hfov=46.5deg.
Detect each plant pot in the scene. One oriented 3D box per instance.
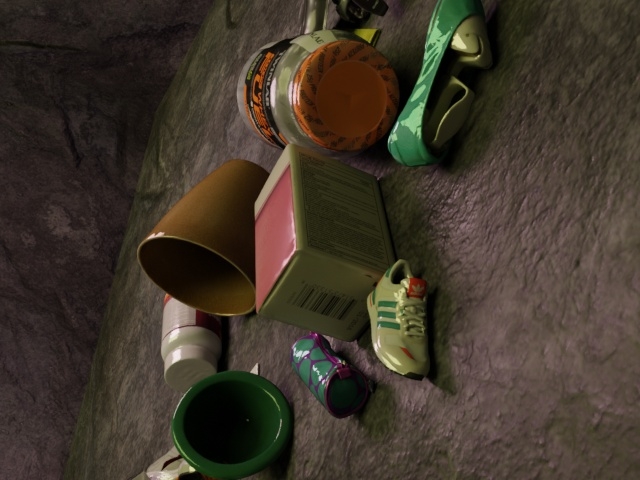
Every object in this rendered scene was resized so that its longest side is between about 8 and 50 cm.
[{"bbox_3d":[-0.185,-0.026,1.417,0.237,0.237,0.254,-40,23,52],"label":"plant pot"}]

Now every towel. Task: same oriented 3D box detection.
[{"bbox_3d":[0.042,-0.349,1.387,0.102,0.021,0.237,-68,22,8],"label":"towel"}]

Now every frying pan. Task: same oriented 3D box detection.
[{"bbox_3d":[-0.027,-0.339,1.443,0.197,0.053,0.326,-120,39,-74],"label":"frying pan"}]

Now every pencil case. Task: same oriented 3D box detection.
[{"bbox_3d":[0.010,0.170,0.962,0.151,0.064,0.070,-152,66,-68],"label":"pencil case"}]

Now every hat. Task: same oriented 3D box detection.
[{"bbox_3d":[-0.135,0.319,1.158,0.173,0.208,0.184,-39,-35,-29],"label":"hat"}]

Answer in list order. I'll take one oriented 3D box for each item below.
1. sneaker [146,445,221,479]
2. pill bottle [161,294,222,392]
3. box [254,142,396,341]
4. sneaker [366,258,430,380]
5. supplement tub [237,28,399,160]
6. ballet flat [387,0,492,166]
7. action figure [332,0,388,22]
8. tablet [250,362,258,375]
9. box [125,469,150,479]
[{"bbox_3d":[-0.227,0.385,1.326,0.262,0.099,0.121,-30,36,48],"label":"sneaker"},{"bbox_3d":[-0.260,0.192,1.508,0.121,0.121,0.221,-57,26,30],"label":"pill bottle"},{"bbox_3d":[0.000,0.000,1.016,0.127,0.148,0.232,-56,25,33],"label":"box"},{"bbox_3d":[0.095,0.083,0.842,0.161,0.057,0.075,-101,31,-57],"label":"sneaker"},{"bbox_3d":[-0.008,-0.228,1.172,0.194,0.193,0.316,-69,21,3],"label":"supplement tub"},{"bbox_3d":[0.165,-0.203,0.918,0.087,0.083,0.247,24,95,44],"label":"ballet flat"},{"bbox_3d":[0.079,-0.472,1.310,0.285,0.099,0.185,-86,16,-66],"label":"action figure"},{"bbox_3d":[-0.126,0.256,1.292,0.083,0.006,0.054,-55,27,35],"label":"tablet"},{"bbox_3d":[-0.358,0.541,1.374,0.087,0.169,0.290,-30,-6,-38],"label":"box"}]
